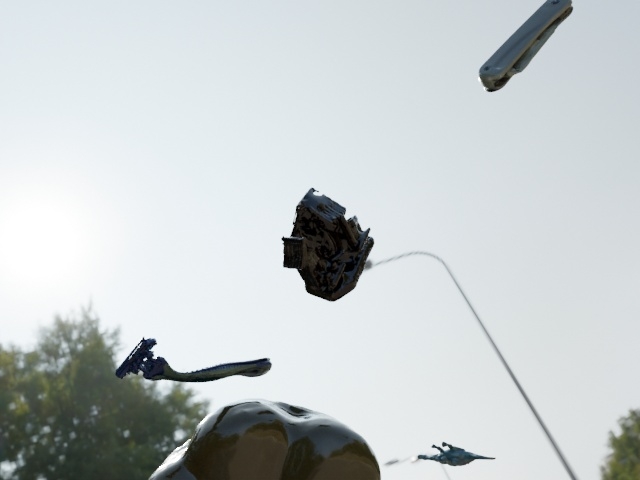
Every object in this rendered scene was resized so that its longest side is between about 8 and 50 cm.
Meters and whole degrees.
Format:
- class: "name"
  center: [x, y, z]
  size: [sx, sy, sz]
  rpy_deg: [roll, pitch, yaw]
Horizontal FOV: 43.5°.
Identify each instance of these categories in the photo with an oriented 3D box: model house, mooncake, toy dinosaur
- class: "model house"
  center: [0.007, 0.002, 1.539]
  size: [0.141, 0.203, 0.164]
  rpy_deg: [-9, -59, 19]
- class: "mooncake"
  center: [-0.093, 0.499, 1.355]
  size: [0.467, 0.467, 0.262]
  rpy_deg: [-25, -9, -4]
- class: "toy dinosaur"
  center: [0.286, 0.468, 1.743]
  size: [0.197, 0.045, 0.080]
  rpy_deg: [-13, -31, 41]

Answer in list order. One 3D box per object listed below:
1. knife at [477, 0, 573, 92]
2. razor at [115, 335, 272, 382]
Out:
- class: "knife"
  center: [0.380, -0.362, 1.462]
  size: [0.265, 0.073, 0.040]
  rpy_deg: [-47, -53, -23]
- class: "razor"
  center: [-0.197, 0.226, 1.406]
  size: [0.324, 0.056, 0.093]
  rpy_deg: [14, -52, -47]
